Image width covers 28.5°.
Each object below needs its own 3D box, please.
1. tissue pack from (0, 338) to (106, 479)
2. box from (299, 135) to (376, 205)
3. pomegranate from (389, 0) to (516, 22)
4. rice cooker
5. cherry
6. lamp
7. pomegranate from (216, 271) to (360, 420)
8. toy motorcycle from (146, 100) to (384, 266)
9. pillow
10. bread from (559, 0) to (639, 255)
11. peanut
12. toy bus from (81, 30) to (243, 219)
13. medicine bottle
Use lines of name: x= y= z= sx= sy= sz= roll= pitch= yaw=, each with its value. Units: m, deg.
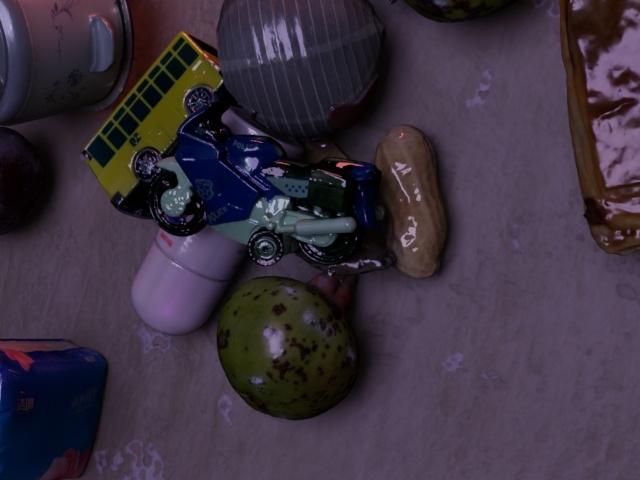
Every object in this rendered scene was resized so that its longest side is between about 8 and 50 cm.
tissue pack: x=-0.440 y=0.250 z=1.845 sx=0.137 sy=0.270 sz=0.209 roll=11 pitch=89 yaw=26
box: x=0.024 y=-0.085 z=1.804 sx=0.073 sy=0.020 sz=0.149 roll=-47 pitch=68 yaw=13
pomegranate: x=0.172 y=-0.402 z=1.658 sx=0.270 sy=0.254 sz=0.254 roll=-36 pitch=71 yaw=30
rice cooker: x=-0.425 y=-0.310 z=1.888 sx=0.317 sy=0.317 sz=0.264 roll=11 pitch=113 yaw=25
cherry: x=-0.534 y=-0.091 z=1.969 sx=0.195 sy=0.195 sz=0.195 roll=-3 pitch=84 yaw=24
lamp: x=-0.023 y=-0.265 z=1.730 sx=0.233 sy=0.233 sz=0.265 roll=-17 pitch=60 yaw=22
pomegranate: x=-0.029 y=0.123 z=1.729 sx=0.214 sy=0.214 sz=0.248 roll=22 pitch=58 yaw=25
toy motorcycle: x=-0.080 y=-0.076 z=1.659 sx=0.331 sy=0.125 sz=0.196 roll=11 pitch=105 yaw=22
pillow: x=0.000 y=0.001 z=1.739 sx=0.093 sy=0.051 sz=0.241 roll=-36 pitch=41 yaw=-21
bread: x=0.455 y=-0.183 z=1.531 sx=0.314 sy=0.191 sz=0.369 roll=-12 pitch=92 yaw=17
peanut: x=0.121 y=-0.053 z=1.716 sx=0.099 sy=0.090 sz=0.214 roll=-7 pitch=78 yaw=-21
toy bus: x=-0.225 y=-0.169 z=1.868 sx=0.262 sy=0.128 sz=0.150 roll=-48 pitch=68 yaw=12
medicine bottle: x=-0.159 y=-0.017 z=1.816 sx=0.130 sy=0.130 sz=0.341 roll=35 pitch=104 yaw=23
